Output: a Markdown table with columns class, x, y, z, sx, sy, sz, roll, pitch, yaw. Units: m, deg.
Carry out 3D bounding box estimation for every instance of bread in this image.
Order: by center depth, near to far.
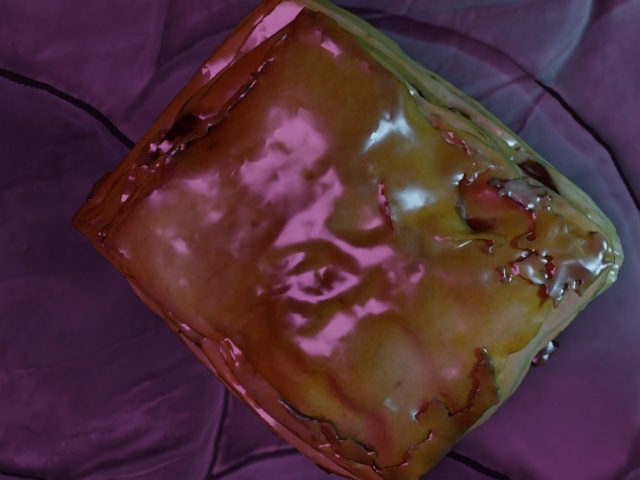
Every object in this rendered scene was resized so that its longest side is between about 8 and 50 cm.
| class | x | y | z | sx | sy | sz | roll | pitch | yaw |
| --- | --- | --- | --- | --- | --- | --- | --- | --- | --- |
| bread | 0.000 | 0.000 | 1.063 | 0.324 | 0.167 | 0.277 | 44 | 103 | 12 |
